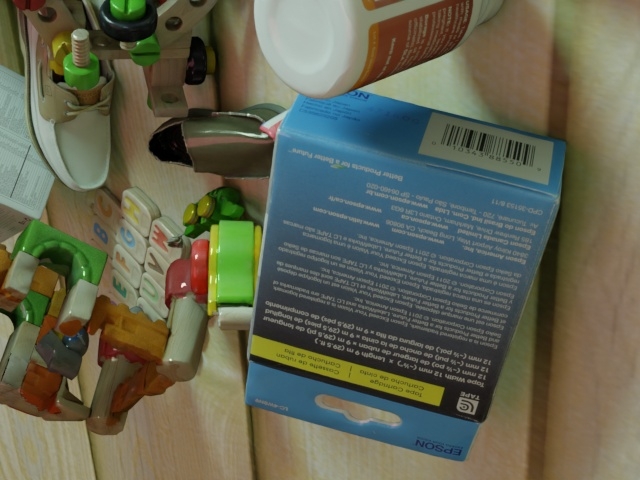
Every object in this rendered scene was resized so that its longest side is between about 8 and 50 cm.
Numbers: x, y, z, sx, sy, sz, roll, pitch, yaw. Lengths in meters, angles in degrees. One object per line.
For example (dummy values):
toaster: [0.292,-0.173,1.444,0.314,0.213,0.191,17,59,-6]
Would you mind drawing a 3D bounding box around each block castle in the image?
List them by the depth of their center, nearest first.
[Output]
block castle: [-0.382,0.058,1.341,0.453,0.213,0.303,27,138,-23]

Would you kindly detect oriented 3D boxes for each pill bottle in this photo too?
pill bottle: [0.059,-0.203,0.855,0.121,0.216,0.121,25,128,38]

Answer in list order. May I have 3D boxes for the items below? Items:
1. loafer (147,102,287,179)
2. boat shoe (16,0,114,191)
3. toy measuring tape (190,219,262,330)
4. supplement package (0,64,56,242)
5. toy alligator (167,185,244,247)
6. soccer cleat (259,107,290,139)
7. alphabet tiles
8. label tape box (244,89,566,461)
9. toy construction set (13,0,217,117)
loafer: [-0.118,-0.109,1.210,0.251,0.087,0.094,5,115,47]
boat shoe: [-0.343,-0.206,1.388,0.103,0.113,0.302,14,120,50]
toy measuring tape: [-0.100,0.033,1.185,0.330,0.121,0.121,-162,47,-85]
supplement package: [-0.530,-0.146,1.467,0.262,0.198,0.199,27,153,-29]
toy alligator: [-0.150,-0.035,1.324,0.189,0.056,0.051,-22,52,53]
soccer cleat: [0.000,0.000,1.103,0.108,0.116,0.318,37,136,54]
alphabet tiles: [-0.267,0.059,1.529,0.278,0.021,0.284,43,138,23]
label tape box: [0.070,0.041,0.987,0.249,0.115,0.348,14,129,6]
toy construction set: [-0.252,-0.263,1.165,0.309,0.257,0.237,44,148,24]
